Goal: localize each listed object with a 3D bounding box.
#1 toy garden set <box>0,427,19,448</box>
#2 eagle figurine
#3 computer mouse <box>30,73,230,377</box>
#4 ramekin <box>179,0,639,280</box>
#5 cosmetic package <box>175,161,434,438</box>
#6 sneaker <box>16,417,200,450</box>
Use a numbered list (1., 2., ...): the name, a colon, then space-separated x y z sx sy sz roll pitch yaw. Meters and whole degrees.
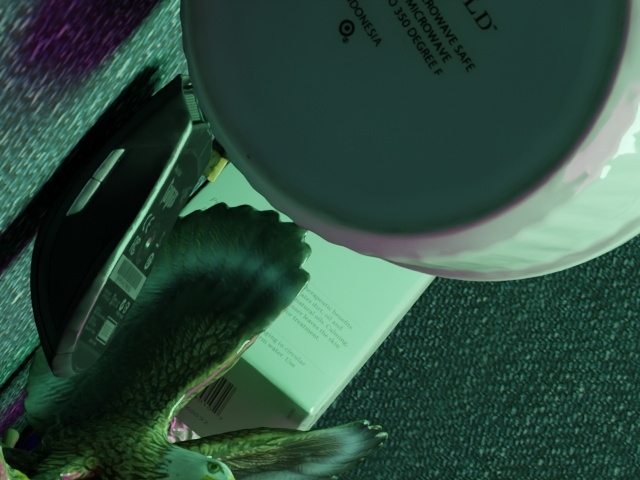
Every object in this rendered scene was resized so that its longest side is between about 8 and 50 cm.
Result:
1. toy garden set: -0.243 0.201 1.529 0.244 0.049 0.203 -20 140 -39
2. eagle figurine: -0.116 0.142 1.399 0.298 0.225 0.226 -38 158 -39
3. computer mouse: -0.099 -0.043 1.140 0.262 0.060 0.184 -62 172 -2
4. ramekin: 0.058 -0.109 0.899 0.273 0.273 0.127 -52 164 19
5. cosmetic package: 0.000 0.000 1.653 0.365 0.197 0.155 -46 174 -35
6. sneaker: -0.188 0.167 1.721 0.293 0.102 0.146 -31 -148 -13
